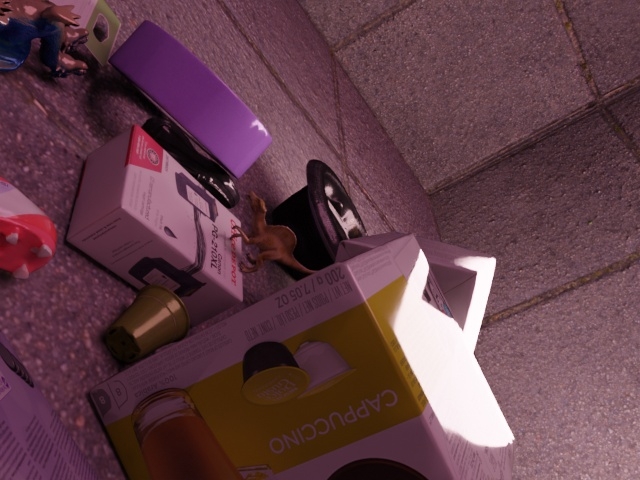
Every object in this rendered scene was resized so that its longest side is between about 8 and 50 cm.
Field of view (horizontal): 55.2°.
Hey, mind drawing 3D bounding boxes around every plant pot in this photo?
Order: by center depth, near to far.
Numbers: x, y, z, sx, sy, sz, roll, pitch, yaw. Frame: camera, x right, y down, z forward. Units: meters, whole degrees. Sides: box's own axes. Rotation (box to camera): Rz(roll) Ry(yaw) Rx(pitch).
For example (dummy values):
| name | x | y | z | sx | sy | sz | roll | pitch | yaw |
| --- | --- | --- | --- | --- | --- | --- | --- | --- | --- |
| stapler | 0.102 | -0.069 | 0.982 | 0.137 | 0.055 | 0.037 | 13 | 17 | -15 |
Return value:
| name | x | y | z | sx | sy | sz | roll | pitch | yaw |
| --- | --- | --- | --- | --- | --- | --- | --- | --- | --- |
| plant pot | -0.216 | 0.108 | 0.746 | 0.083 | 0.083 | 0.079 | 59 | 31 | -9 |

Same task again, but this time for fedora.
| name | x | y | z | sx | sy | sz | roll | pitch | yaw |
| --- | --- | --- | --- | --- | --- | --- | --- | --- | --- |
| fedora | 0.000 | 0.000 | 1.304 | 0.334 | 0.152 | 0.334 | 58 | 18 | -31 |

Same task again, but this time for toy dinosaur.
| name | x | y | z | sx | sy | sz | roll | pitch | yaw |
| --- | --- | --- | --- | --- | --- | --- | --- | --- | --- |
| toy dinosaur | -0.072 | 0.015 | 0.899 | 0.183 | 0.092 | 0.053 | 54 | 20 | -32 |

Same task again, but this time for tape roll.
| name | x | y | z | sx | sy | sz | roll | pitch | yaw |
| --- | --- | --- | --- | --- | --- | --- | --- | --- | --- |
| tape roll | -0.208 | -0.224 | 0.998 | 0.274 | 0.090 | 0.275 | 41 | -2 | 2 |

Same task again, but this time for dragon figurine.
| name | x | y | z | sx | sy | sz | roll | pitch | yaw |
| --- | --- | --- | --- | --- | --- | --- | --- | --- | --- |
| dragon figurine | -0.399 | -0.267 | 0.756 | 0.289 | 0.144 | 0.085 | -12 | 75 | -50 |

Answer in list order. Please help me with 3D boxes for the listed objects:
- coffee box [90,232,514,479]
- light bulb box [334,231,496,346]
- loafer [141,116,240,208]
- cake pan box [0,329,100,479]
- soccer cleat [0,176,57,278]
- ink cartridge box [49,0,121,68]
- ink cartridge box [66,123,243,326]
| name | x | y | z | sx | sy | sz | roll | pitch | yaw |
| --- | --- | --- | --- | --- | --- | --- | --- | --- | --- |
| coffee box | 0.010 | 0.222 | 0.758 | 0.335 | 0.337 | 0.338 | 64 | 19 | 4 |
| light bulb box | 0.154 | 0.181 | 1.103 | 0.361 | 0.225 | 0.358 | -7 | 111 | -70 |
| loafer | -0.224 | -0.114 | 1.036 | 0.223 | 0.076 | 0.078 | 44 | 62 | -43 |
| cake pan box | -0.230 | 0.163 | 0.433 | 0.246 | 0.070 | 0.267 | 59 | -17 | -8 |
| soccer cleat | -0.363 | -0.050 | 0.586 | 0.248 | 0.083 | 0.095 | 42 | 10 | -44 |
| ink cartridge box | -0.411 | -0.389 | 0.940 | 0.171 | 0.056 | 0.235 | -96 | 162 | -46 |
| ink cartridge box | -0.217 | -0.015 | 0.858 | 0.237 | 0.100 | 0.172 | 46 | 25 | -41 |
